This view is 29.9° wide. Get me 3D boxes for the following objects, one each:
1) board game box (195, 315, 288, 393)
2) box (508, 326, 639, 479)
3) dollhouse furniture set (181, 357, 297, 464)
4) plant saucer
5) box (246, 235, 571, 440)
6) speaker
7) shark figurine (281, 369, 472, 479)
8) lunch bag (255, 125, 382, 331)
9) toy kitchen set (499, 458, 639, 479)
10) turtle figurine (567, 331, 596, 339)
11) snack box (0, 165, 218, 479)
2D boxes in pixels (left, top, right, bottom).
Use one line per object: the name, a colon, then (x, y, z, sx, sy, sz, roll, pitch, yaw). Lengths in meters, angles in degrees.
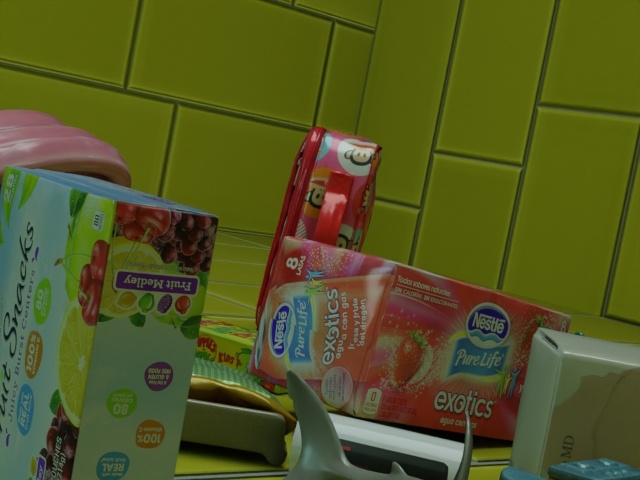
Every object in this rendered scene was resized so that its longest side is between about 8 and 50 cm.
board game box: (-0.090, 0.123, 1.321, 0.181, 0.043, 0.092, 13, 5, 32)
box: (0.321, 0.174, 0.978, 0.311, 0.148, 0.121, 9, 4, -1)
dollhouse furniture set: (-0.162, 0.074, 1.014, 0.302, 0.151, 0.197, 11, 4, -8)
plant saucer: (-0.344, -0.025, 1.118, 0.332, 0.084, 0.332, -25, -11, -5)
box: (0.095, 0.102, 1.184, 0.154, 0.142, 0.300, 14, -2, 45)
speaker: (0.045, 0.169, 0.925, 0.136, 0.055, 0.055, 12, 4, 10)
shark figurine: (0.059, 0.156, 0.761, 0.166, 0.116, 0.278, 11, 5, -12)
lunch bag: (0.000, 0.000, 1.572, 0.120, 0.293, 0.258, 15, 3, 0)
toy kitchen set: (0.232, 0.180, 0.780, 0.207, 0.122, 0.166, 15, 5, 43)
turtle figurine: (0.340, 0.173, 1.251, 0.175, 0.118, 0.234, 19, -6, 44)
snack box: (-0.144, 0.069, 0.705, 0.070, 0.207, 0.174, 8, 5, -34)
